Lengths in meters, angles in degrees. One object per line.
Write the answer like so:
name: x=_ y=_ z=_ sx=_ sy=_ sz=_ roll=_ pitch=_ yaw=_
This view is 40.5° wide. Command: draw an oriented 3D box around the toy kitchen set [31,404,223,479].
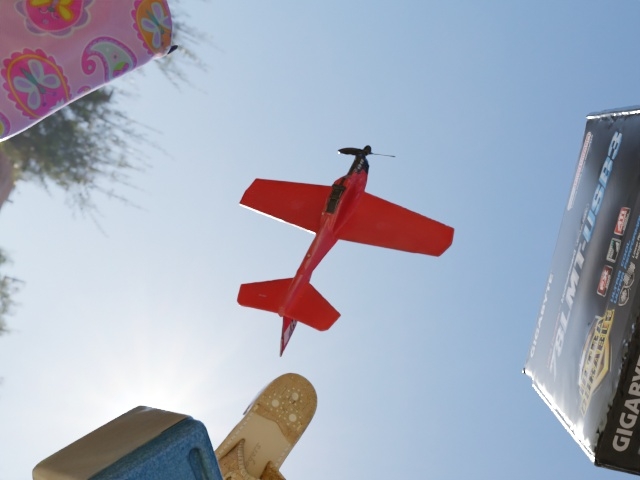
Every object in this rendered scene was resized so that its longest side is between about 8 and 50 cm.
toy kitchen set: x=-0.066 y=0.153 z=0.229 sx=0.166 sy=0.207 sz=0.122 roll=-1 pitch=-71 yaw=45

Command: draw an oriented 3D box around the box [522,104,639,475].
box: x=0.277 y=0.026 z=0.790 sx=0.293 sy=0.073 sz=0.295 roll=-86 pitch=-170 yaw=-83

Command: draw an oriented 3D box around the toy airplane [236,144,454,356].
toy airplane: x=0.000 y=0.000 z=0.543 sx=0.151 sy=0.028 sz=0.151 roll=-8 pitch=-120 yaw=14

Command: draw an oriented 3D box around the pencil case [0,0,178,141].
pencil case: x=-0.269 y=-0.171 z=0.795 sx=0.284 sy=0.124 sz=0.124 roll=-37 pitch=-160 yaw=-33

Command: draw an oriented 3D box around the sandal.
sandal: x=-0.064 y=0.220 z=0.816 sx=0.240 sy=0.088 sz=0.079 roll=-59 pitch=-171 yaw=-31
